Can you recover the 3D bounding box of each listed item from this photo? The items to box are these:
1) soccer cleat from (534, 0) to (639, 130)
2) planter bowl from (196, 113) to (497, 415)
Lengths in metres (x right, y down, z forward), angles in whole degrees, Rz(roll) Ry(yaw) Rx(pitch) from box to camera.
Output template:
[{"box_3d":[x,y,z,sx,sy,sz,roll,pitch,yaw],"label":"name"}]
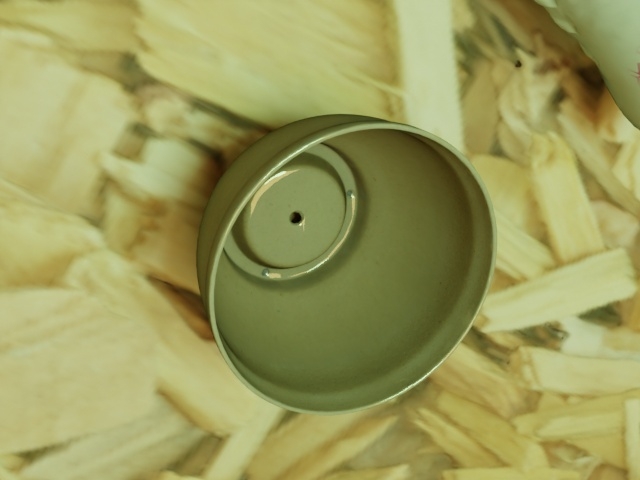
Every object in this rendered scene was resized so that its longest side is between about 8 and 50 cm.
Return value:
[{"box_3d":[0.130,-0.186,0.473,0.143,0.116,0.331,-23,118,4],"label":"soccer cleat"},{"box_3d":[0.000,0.000,0.480,0.162,0.109,0.162,-10,115,-22],"label":"planter bowl"}]
